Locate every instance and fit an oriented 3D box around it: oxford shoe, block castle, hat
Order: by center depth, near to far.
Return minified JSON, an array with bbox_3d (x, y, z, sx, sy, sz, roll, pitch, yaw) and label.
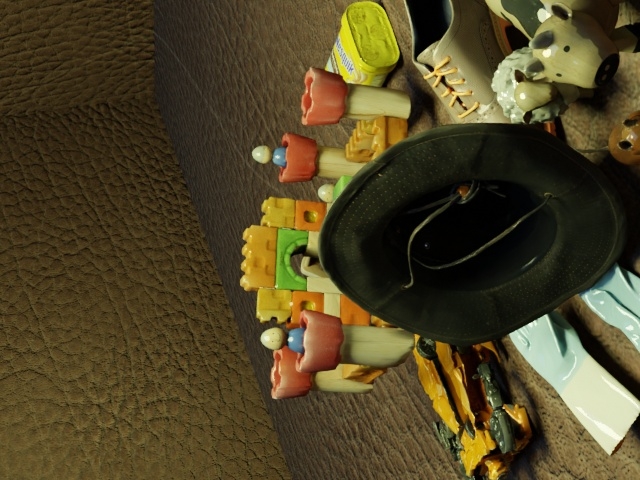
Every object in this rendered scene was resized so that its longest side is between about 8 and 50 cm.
[{"bbox_3d":[0.155,-0.032,0.975,0.133,0.332,0.331,-97,11,-46],"label":"hat"},{"bbox_3d":[0.179,-0.185,1.091,0.130,0.133,0.363,-36,65,50],"label":"oxford shoe"},{"bbox_3d":[0.000,0.000,1.356,0.303,0.213,0.453,122,151,-67],"label":"block castle"}]

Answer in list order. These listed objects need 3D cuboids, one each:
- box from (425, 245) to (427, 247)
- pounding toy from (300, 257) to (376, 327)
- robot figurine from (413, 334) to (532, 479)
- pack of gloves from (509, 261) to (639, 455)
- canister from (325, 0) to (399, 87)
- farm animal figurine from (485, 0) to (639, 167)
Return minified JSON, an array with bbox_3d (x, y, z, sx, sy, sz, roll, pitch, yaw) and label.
[{"bbox_3d":[0.162,-0.026,1.180,0.126,0.072,0.137,-3,-87,-84],"label":"box"},{"bbox_3d":[0.059,0.025,1.567,0.154,0.154,0.269,104,149,-52],"label":"pounding toy"},{"bbox_3d":[0.218,0.215,1.316,0.211,0.085,0.291,106,149,-54],"label":"robot figurine"},{"bbox_3d":[0.316,0.095,1.034,0.232,0.046,0.195,53,135,40],"label":"pack of gloves"},{"bbox_3d":[0.065,-0.298,1.497,0.170,0.073,0.126,119,137,-65],"label":"canister"},{"bbox_3d":[0.251,-0.229,0.833,0.327,0.172,0.330,-131,35,-57],"label":"farm animal figurine"}]
